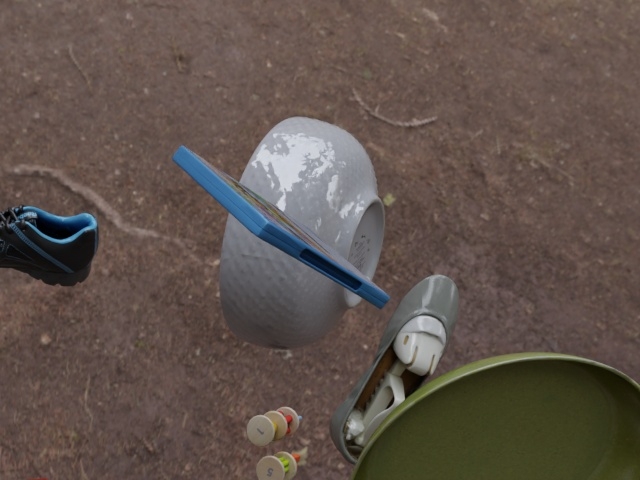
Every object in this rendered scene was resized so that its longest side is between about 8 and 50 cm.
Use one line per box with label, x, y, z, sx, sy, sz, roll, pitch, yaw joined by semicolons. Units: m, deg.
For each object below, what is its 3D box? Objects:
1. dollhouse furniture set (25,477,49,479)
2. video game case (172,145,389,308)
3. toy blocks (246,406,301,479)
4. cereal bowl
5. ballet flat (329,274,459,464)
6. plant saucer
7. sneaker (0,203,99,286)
dollhouse furniture set;-0.457;0.460;1.057;0.135;0.262;0.259;40;49;-29
video game case;-0.026;-0.007;0.574;0.119;0.015;0.166;41;5;40
toy blocks;-0.065;0.359;1.324;0.148;0.054;0.123;10;63;-67
cereal bowl;0.000;0.000;1.064;0.141;0.339;0.339;13;42;19
ballet flat;0.084;0.136;0.760;0.072;0.213;0.068;30;7;-16
plant saucer;0.134;0.170;0.568;0.240;0.241;0.037;9;30;-15
sneaker;-0.551;-0.014;1.285;0.340;0.140;0.125;5;45;-33
